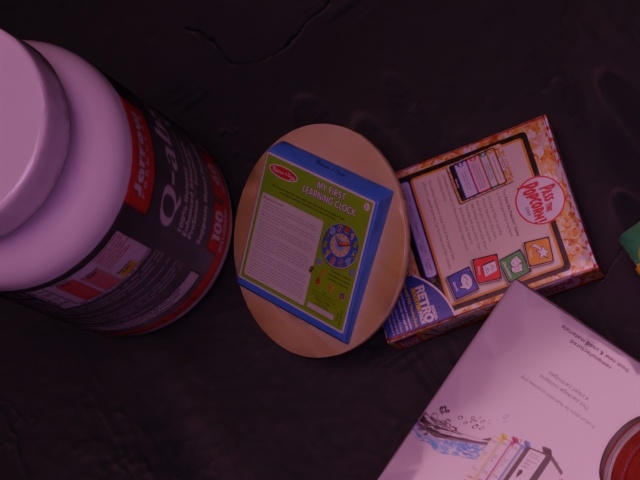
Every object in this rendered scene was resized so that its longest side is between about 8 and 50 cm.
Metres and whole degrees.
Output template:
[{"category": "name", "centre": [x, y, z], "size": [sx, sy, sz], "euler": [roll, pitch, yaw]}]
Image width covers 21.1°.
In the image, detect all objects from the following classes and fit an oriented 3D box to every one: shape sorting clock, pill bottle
[{"category": "shape sorting clock", "centre": [0.000, 0.000, 1.515], "size": [0.206, 0.040, 0.206], "euler": [3, 94, 44]}, {"category": "pill bottle", "centre": [-0.228, -0.047, 1.456], "size": [0.210, 0.363, 0.210], "euler": [-4, 77, 17]}]

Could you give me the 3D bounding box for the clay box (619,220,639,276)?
[{"category": "clay box", "centre": [0.358, 0.053, 1.411], "size": [0.127, 0.053, 0.222], "euler": [-36, 68, 7]}]

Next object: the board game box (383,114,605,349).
[{"category": "board game box", "centre": [0.132, -0.006, 1.501], "size": [0.193, 0.045, 0.147], "euler": [-20, 72, 13]}]

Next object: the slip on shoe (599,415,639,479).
[{"category": "slip on shoe", "centre": [0.346, 0.245, 1.268], "size": [0.331, 0.101, 0.123], "euler": [37, 90, -21]}]

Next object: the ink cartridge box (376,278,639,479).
[{"category": "ink cartridge box", "centre": [0.172, 0.184, 1.378], "size": [0.168, 0.171, 0.233], "euler": [35, 90, 21]}]
